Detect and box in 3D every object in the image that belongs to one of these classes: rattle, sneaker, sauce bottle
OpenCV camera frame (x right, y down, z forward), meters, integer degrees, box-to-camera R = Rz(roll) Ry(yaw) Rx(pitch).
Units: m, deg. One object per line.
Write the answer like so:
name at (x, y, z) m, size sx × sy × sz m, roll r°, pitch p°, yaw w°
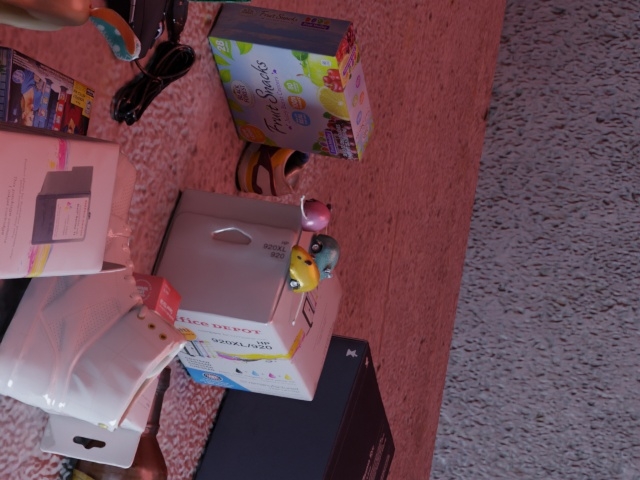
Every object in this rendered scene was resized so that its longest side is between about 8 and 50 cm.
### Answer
rattle at (-0.236, -0.245, 1.555) m, size 0.130 × 0.199 × 0.143 m, roll 65°, pitch 37°, yaw -61°
sneaker at (-0.047, -0.136, 2.410) m, size 0.069 × 0.084 × 0.185 m, roll 70°, pitch 33°, yaw -57°
sauce bottle at (-0.232, 0.305, 1.995) m, size 0.111 × 0.111 × 0.344 m, roll 30°, pitch 69°, yaw -72°
sneaker at (-0.207, 0.055, 1.814) m, size 0.108 × 0.169 × 0.292 m, roll 116°, pitch -4°, yaw -64°

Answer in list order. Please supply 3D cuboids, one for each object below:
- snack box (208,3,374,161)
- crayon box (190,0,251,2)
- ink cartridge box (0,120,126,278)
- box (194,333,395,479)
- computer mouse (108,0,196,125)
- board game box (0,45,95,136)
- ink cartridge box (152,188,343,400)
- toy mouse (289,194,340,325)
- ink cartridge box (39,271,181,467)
snack box at (-0.034, -0.201, 2.267) m, size 0.207 × 0.174 × 0.070 m, roll 77°, pitch 31°, yaw -52°
crayon box at (-0.110, -0.426, 2.006) m, size 0.165 × 0.081 × 0.278 m, roll -83°, pitch 173°, yaw -64°
ink cartridge box at (-0.300, -0.043, 1.437) m, size 0.353 × 0.207 × 0.119 m, roll 0°, pitch 100°, yaw -74°
box at (-0.037, 0.347, 2.516) m, size 0.312 × 0.179 × 0.343 m, roll 77°, pitch 27°, yaw -52°
computer mouse at (-0.176, -0.271, 1.974) m, size 0.184 × 0.060 × 0.262 m, roll -54°, pitch 148°, yaw -54°
board game box at (-0.294, -0.073, 1.693) m, size 0.194 × 0.060 × 0.194 m, roll 25°, pitch 76°, yaw -72°
ink cartridge box at (-0.091, 0.070, 2.223) m, size 0.233 × 0.171 × 0.168 m, roll 66°, pitch 36°, yaw -59°
toy mouse at (0.000, 0.000, 2.136) m, size 0.143 × 0.031 × 0.161 m, roll -56°, pitch 149°, yaw -53°
ink cartridge box at (-0.233, 0.132, 1.890) m, size 0.067 × 0.115 × 0.198 m, roll 58°, pitch 43°, yaw -66°
